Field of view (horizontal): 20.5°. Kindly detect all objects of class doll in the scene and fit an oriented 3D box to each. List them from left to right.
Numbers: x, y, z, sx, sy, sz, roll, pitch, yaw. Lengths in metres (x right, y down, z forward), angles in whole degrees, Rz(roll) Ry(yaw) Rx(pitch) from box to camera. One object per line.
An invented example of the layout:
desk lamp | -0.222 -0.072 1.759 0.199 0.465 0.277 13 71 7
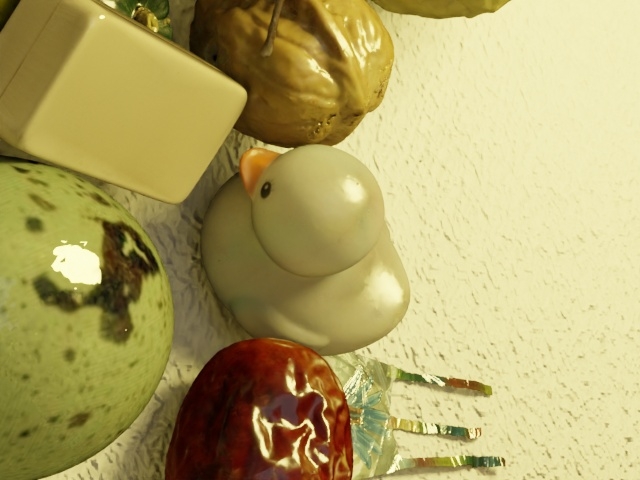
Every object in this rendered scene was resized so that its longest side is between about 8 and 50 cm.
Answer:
doll | 0.000 0.000 1.800 0.251 0.221 0.221 46 56 -17

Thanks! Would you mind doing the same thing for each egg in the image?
egg | -0.297 0.068 1.511 0.379 0.287 0.288 3 75 -41

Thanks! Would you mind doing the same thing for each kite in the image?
kite | 0.074 0.183 1.923 0.310 0.015 0.169 2 75 -35

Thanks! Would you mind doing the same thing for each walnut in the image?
walnut | -0.033 -0.192 1.828 0.198 0.245 0.198 -27 137 -28

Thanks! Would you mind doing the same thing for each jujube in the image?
jujube | -0.063 0.222 1.723 0.183 0.183 0.243 22 56 -29

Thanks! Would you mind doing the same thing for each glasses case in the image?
glasses case | -0.186 -0.128 1.612 0.144 0.076 0.336 -57 159 4

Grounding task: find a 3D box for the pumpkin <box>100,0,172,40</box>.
pumpkin | -0.225 -0.214 1.729 0.190 0.146 0.190 20 63 -46

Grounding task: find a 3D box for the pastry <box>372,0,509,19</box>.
pastry | 0.147 -0.433 1.916 0.388 0.388 0.313 -54 123 -33

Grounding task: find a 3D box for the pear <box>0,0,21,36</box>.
pear | -0.394 -0.264 1.525 0.352 0.352 0.413 39 67 -21

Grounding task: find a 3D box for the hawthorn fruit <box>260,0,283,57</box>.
hawthorn fruit | -0.028 -0.378 1.708 0.263 0.235 0.231 48 30 -9
